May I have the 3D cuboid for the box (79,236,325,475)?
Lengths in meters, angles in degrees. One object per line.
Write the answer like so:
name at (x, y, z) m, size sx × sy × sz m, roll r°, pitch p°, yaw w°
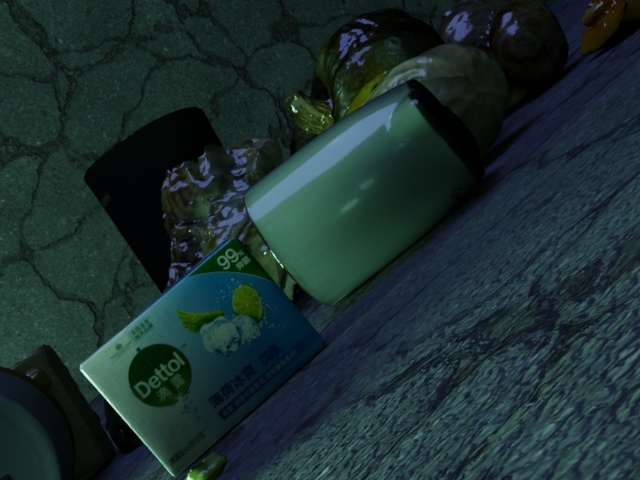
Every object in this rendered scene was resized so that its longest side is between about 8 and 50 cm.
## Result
box at (-0.113, 0.109, 1.324) m, size 0.194 × 0.139 × 0.073 m, roll -41°, pitch 4°, yaw -9°

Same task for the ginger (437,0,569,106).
ginger at (0.209, -0.238, 2.063) m, size 0.375 × 0.176 × 0.256 m, roll -38°, pitch 20°, yaw 29°

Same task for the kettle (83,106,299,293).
kettle at (-0.200, 0.000, 2.035) m, size 0.262 × 0.308 × 0.203 m, roll -37°, pitch -9°, yaw 38°

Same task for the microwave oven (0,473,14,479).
microwave oven at (-0.308, 0.300, 1.099) m, size 0.163 × 0.129 × 0.205 m, roll -40°, pitch 4°, yaw 22°

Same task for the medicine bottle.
medicine bottle at (-0.428, 0.283, 1.694) m, size 0.238 × 0.238 × 0.232 m, roll -40°, pitch 5°, yaw -3°

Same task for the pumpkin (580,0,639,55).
pumpkin at (0.407, -0.403, 1.817) m, size 0.280 × 0.190 × 0.139 m, roll -42°, pitch 5°, yaw -19°

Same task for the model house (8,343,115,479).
model house at (-0.402, 0.266, 1.918) m, size 0.175 × 0.193 × 0.234 m, roll -31°, pitch 1°, yaw -25°

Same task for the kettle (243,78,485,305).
kettle at (0.067, -0.055, 1.527) m, size 0.236 × 0.161 × 0.221 m, roll -39°, pitch -27°, yaw 12°

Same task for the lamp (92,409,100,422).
lamp at (-0.437, 0.329, 2.427) m, size 0.101 × 0.090 × 0.101 m, roll 0°, pitch 11°, yaw 0°

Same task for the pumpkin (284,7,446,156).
pumpkin at (0.052, -0.160, 1.895) m, size 0.222 × 0.139 × 0.317 m, roll -1°, pitch -43°, yaw -27°

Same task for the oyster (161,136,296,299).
oyster at (-0.117, 0.002, 1.836) m, size 0.201 × 0.354 × 0.107 m, roll -6°, pitch -24°, yaw 2°

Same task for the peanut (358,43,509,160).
peanut at (0.096, -0.104, 1.727) m, size 0.340 × 0.158 × 0.174 m, roll -44°, pitch 39°, yaw 17°

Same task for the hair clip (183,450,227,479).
hair clip at (-0.109, 0.197, 1.053) m, size 0.060 × 0.033 × 0.188 m, roll -40°, pitch 0°, yaw -33°

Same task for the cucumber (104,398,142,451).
cucumber at (-0.253, 0.208, 1.928) m, size 0.145 × 0.105 × 0.325 m, roll -39°, pitch 6°, yaw 3°
